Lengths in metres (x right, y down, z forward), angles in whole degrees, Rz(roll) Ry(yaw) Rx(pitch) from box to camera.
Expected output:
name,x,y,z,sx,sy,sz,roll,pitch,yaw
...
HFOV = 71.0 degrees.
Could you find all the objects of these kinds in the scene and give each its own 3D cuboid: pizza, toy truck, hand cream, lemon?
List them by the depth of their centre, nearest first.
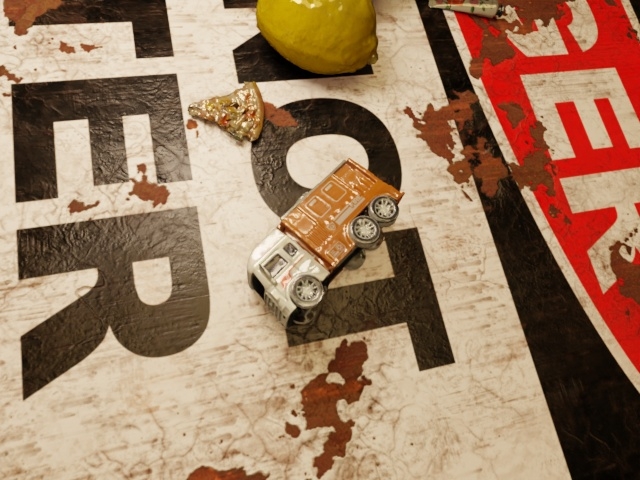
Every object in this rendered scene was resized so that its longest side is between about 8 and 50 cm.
name,x,y,z,sx,sy,sz,roll,pitch,yaw
toy truck,0.000,0.000,1.019,0.207,0.173,0.387,41,67,10
pizza,-0.240,-0.336,1.139,0.195,0.052,0.185,-1,70,-11
lemon,-0.005,-0.573,1.142,0.315,0.285,0.286,12,69,19
hand cream,0.456,-0.742,1.405,0.233,0.050,0.080,11,75,-1
